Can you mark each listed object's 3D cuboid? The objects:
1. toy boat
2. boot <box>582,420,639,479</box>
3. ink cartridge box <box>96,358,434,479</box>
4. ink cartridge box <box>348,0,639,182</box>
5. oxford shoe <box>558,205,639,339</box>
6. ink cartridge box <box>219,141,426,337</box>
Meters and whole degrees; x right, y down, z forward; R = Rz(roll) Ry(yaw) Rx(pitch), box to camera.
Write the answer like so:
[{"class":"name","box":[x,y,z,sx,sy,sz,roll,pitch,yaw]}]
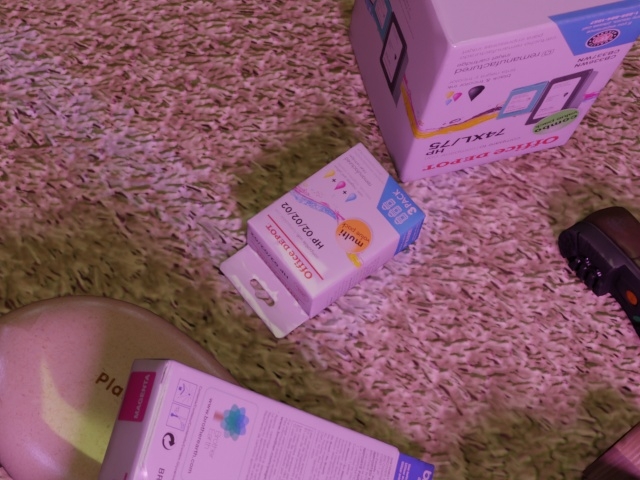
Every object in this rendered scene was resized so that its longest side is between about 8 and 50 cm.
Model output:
[{"class":"toy boat","box":[-0.219,0.201,0.869,0.267,0.148,0.318,37,62,6]},{"class":"boot","box":[0.269,0.307,0.856,0.283,0.109,0.220,-28,67,-36]},{"class":"ink cartridge box","box":[-0.042,0.229,0.827,0.311,0.065,0.185,27,70,-36]},{"class":"ink cartridge box","box":[0.159,-0.215,0.988,0.198,0.270,0.197,-14,71,-10]},{"class":"oxford shoe","box":[0.345,0.053,0.993,0.096,0.083,0.227,-31,74,-20]},{"class":"ink cartridge box","box":[0.000,0.000,0.998,0.181,0.061,0.104,-36,74,-17]}]
